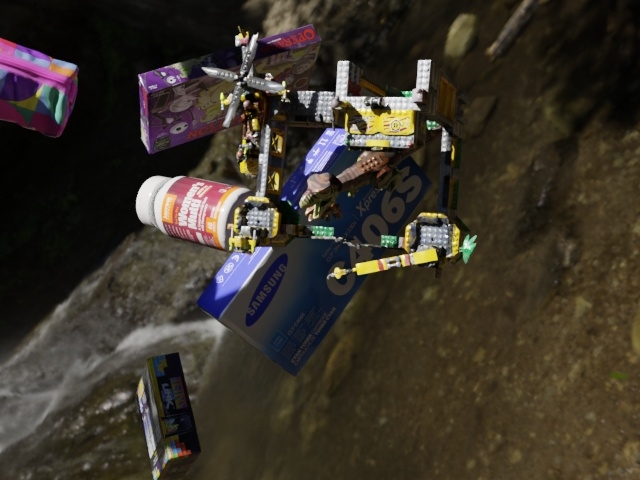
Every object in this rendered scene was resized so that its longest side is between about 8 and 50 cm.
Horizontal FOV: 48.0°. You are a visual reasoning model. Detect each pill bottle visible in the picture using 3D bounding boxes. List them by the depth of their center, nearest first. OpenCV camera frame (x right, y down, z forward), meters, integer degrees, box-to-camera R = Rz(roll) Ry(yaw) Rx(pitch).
[{"bbox_3d":[-0.228,-0.054,1.339,0.221,0.121,0.121,13,64,28],"label":"pill bottle"}]

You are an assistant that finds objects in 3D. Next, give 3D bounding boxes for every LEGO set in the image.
[{"bbox_3d":[0.013,-0.083,0.783,0.192,0.331,0.255,0,-77,-67],"label":"LEGO set"}]

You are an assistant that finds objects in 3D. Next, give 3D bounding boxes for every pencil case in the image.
[{"bbox_3d":[-0.404,-0.200,0.836,0.104,0.236,0.105,-34,47,48],"label":"pencil case"}]

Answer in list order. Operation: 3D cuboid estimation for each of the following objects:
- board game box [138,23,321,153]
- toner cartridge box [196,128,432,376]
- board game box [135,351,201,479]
[{"bbox_3d":[-0.174,-0.286,1.373,0.346,0.056,0.208,-23,-13,-20],"label":"board game box"},{"bbox_3d":[0.000,0.000,1.004,0.348,0.165,0.075,-54,35,-10],"label":"toner cartridge box"},{"bbox_3d":[-0.217,0.254,1.012,0.170,0.048,0.141,124,134,-56],"label":"board game box"}]
